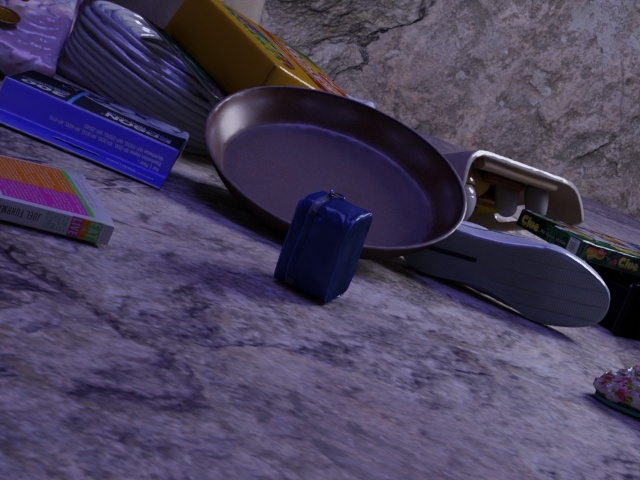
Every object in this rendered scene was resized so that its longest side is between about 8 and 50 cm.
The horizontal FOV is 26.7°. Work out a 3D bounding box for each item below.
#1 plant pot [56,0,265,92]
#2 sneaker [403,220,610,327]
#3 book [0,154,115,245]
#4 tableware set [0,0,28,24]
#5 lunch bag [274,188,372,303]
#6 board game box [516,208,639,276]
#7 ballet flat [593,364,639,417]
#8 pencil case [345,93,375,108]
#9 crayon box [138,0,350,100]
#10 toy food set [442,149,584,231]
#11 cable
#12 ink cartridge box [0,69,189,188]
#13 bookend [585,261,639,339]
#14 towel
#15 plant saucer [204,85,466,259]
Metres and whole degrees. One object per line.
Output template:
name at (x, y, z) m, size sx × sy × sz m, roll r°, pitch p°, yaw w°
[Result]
plant pot at (-0.214, -0.356, 2.046) m, size 0.333 × 0.305 × 0.334 m, roll 23°, pitch 10°, yaw -4°
sneaker at (0.220, 0.026, 1.605) m, size 0.258 × 0.094 × 0.091 m, roll 22°, pitch 14°, yaw 1°
book at (-0.246, -0.039, 1.081) m, size 0.144 × 0.035 × 0.096 m, roll 16°, pitch 15°, yaw -34°
tableware set at (-0.423, -0.315, 1.741) m, size 0.104 × 0.024 × 0.154 m, roll 32°, pitch 27°, yaw 8°
lunch bag at (0.000, 0.000, 1.231) m, size 0.065 × 0.098 × 0.067 m, roll 23°, pitch 15°, yaw 17°
board game box at (0.403, 0.017, 1.839) m, size 0.259 × 0.030 × 0.136 m, roll 15°, pitch 14°, yaw -34°
ballet flat at (0.387, 0.159, 1.326) m, size 0.241 × 0.077 × 0.091 m, roll 21°, pitch 11°, yaw -8°
pencil case at (-0.038, -0.236, 2.371) m, size 0.273 × 0.113 × 0.124 m, roll 24°, pitch 1°, yaw 3°
crayon box at (-0.070, -0.212, 1.761) m, size 0.202 × 0.081 × 0.318 m, roll 48°, pitch 14°, yaw 35°
toy food set at (0.197, -0.050, 1.893) m, size 0.219 × 0.092 × 0.306 m, roll -5°, pitch -13°, yaw 41°
cable at (-0.215, -0.217, 1.790) m, size 0.257 × 0.089 × 0.257 m, roll 32°, pitch 14°, yaw -15°
ink cartridge box at (-0.255, -0.129, 1.504) m, size 0.206 × 0.045 × 0.208 m, roll 22°, pitch 11°, yaw -6°
bookend at (0.397, 0.072, 1.826) m, size 0.156 × 0.072 × 0.157 m, roll 13°, pitch 13°, yaw -44°
towel at (-0.490, -0.331, 1.798) m, size 0.331 × 0.053 × 0.317 m, roll 19°, pitch 28°, yaw -11°
plant saucer at (0.014, -0.072, 1.533) m, size 0.310 × 0.050 × 0.311 m, roll 14°, pitch 34°, yaw -9°
